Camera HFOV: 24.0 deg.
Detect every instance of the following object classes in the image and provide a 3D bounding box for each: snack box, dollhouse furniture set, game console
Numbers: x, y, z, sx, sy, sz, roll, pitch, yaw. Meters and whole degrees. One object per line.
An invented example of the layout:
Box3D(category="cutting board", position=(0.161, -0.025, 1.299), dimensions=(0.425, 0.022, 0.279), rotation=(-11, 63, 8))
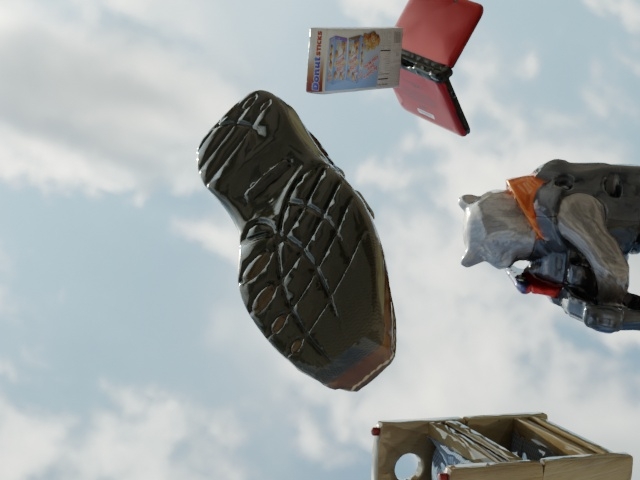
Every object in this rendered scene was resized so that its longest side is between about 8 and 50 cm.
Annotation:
Box3D(category="snack box", position=(0.037, -0.183, 1.519), dimensions=(0.022, 0.064, 0.178), rotation=(10, -168, 26))
Box3D(category="dollhouse furniture set", position=(0.111, 0.218, 0.980), dimensions=(0.129, 0.183, 0.129), rotation=(-1, -173, -18))
Box3D(category="game console", position=(0.134, -0.198, 1.662), dimensions=(0.085, 0.124, 0.144), rotation=(-34, -150, -13))

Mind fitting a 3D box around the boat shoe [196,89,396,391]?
Box3D(category="boat shoe", position=(0.000, 0.000, 1.229), dimensions=(0.120, 0.123, 0.324), rotation=(41, -163, -40))

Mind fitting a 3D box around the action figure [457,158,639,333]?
Box3D(category="action figure", position=(0.285, -0.032, 1.427), dimensions=(0.330, 0.178, 0.341), rotation=(-8, -168, -9))
